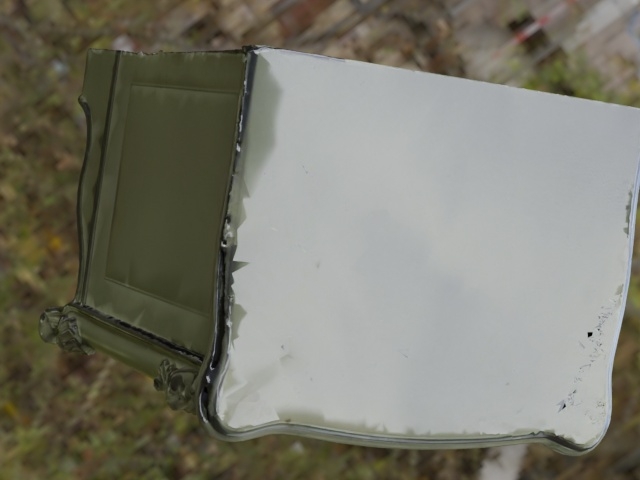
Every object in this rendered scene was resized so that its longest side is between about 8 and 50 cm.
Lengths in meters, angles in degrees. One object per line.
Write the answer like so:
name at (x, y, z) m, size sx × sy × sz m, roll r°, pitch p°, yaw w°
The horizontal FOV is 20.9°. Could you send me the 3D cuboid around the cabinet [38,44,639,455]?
cabinet at (0.000, 0.000, 1.169) m, size 0.290 × 0.227 × 0.318 m, roll 6°, pitch 3°, yaw -28°
